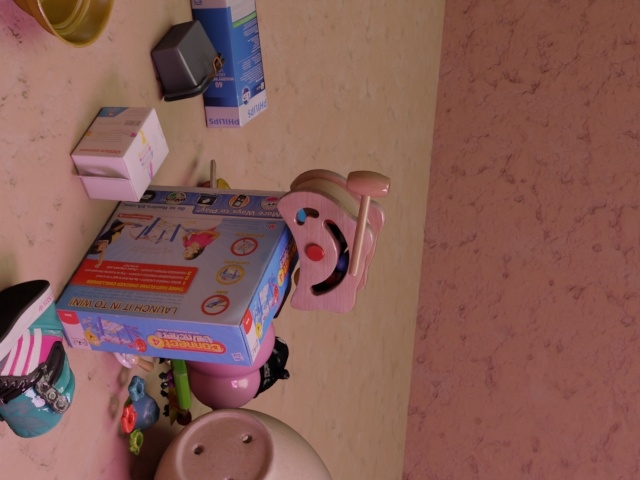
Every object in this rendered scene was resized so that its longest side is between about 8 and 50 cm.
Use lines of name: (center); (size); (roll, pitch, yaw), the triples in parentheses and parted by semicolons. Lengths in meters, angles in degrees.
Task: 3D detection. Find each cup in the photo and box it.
cup: (-0.141, 0.410, 1.927); (0.237, 0.331, 0.331); (83, 20, -53)

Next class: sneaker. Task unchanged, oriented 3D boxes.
sneaker: (-0.417, 0.192, 1.508); (0.295, 0.123, 0.178); (-54, 132, -59)

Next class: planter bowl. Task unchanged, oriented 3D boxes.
planter bowl: (-0.373, -0.373, 1.587); (0.217, 0.090, 0.217); (3, 90, -71)

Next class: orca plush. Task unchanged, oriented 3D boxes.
orca plush: (-0.114, 0.255, 2.371); (0.287, 0.102, 0.151); (10, 83, -70)

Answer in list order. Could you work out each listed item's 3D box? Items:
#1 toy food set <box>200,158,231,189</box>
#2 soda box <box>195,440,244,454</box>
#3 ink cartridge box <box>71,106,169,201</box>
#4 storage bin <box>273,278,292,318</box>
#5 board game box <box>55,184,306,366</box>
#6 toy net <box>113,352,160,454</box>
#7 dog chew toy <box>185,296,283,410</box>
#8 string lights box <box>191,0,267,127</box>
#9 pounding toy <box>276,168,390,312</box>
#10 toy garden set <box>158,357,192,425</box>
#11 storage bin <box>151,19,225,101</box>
toy food set: (-0.193, -0.043, 2.171); (0.128, 0.071, 0.218); (-99, 167, -45)
soda box: (-0.160, 0.502, 2.219); (0.091, 0.098, 0.286); (-71, 152, -43)
ink cartridge box: (-0.311, -0.129, 1.789); (0.143, 0.092, 0.090); (-66, 152, -42)
storage bin: (-0.127, 0.057, 2.340); (0.122, 0.084, 0.180); (-64, 151, -47)
board game box: (-0.205, 0.044, 1.791); (0.302, 0.308, 0.086); (-66, 153, -44)
toy net: (-0.317, 0.230, 1.898); (0.122, 0.045, 0.232); (-52, 139, -55)
dog chew toy: (-0.168, 0.153, 2.079); (0.206, 0.206, 0.332); (-39, 135, -64)
string lights box: (-0.169, -0.354, 2.177); (0.133, 0.076, 0.260); (-47, 136, -60)
pounding toy: (0.000, 0.000, 1.711); (0.155, 0.154, 0.270); (-58, 165, -55)
toy garden set: (-0.262, 0.178, 1.947); (0.204, 0.049, 0.244); (92, -15, -52)
storage bin: (-0.229, -0.316, 2.006); (0.091, 0.098, 0.135); (66, 31, -32)
